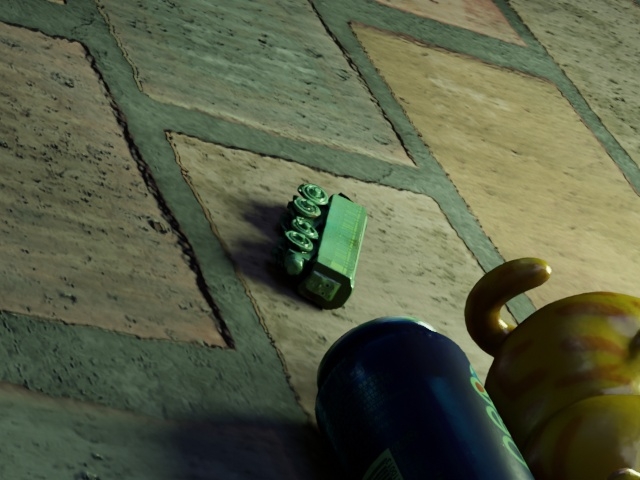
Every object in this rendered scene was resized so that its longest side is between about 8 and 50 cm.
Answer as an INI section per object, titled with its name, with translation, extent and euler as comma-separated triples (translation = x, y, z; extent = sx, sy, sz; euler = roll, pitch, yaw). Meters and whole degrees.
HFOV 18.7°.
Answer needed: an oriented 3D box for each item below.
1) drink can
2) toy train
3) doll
[drink can]
translation = 0.072, 0.148, 1.295
extent = 0.118, 0.118, 0.205
euler = 14, 33, -32
[toy train]
translation = 0.000, 0.000, 1.562
extent = 0.071, 0.038, 0.148
euler = 31, 26, -8
[doll]
translation = 0.199, 0.147, 1.384
extent = 0.162, 0.167, 0.270
euler = 4, 28, -11
